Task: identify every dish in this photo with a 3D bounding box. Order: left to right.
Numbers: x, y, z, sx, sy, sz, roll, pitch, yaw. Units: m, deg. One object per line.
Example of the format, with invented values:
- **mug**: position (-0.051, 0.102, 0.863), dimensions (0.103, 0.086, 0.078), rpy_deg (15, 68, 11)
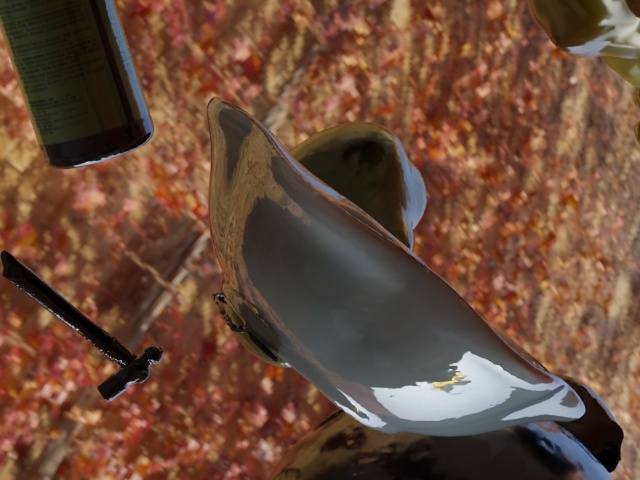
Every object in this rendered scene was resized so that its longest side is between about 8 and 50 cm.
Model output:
- **dish**: position (0.014, 0.032, 0.653), dimensions (0.081, 0.229, 0.229), rpy_deg (-50, -129, 2)

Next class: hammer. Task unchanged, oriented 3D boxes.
- **hammer**: position (-0.205, 0.068, 1.142), dimensions (0.065, 0.178, 0.021), rpy_deg (-43, -144, 2)

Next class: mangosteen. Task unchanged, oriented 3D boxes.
- **mangosteen**: position (0.103, 0.242, 0.997), dimensions (0.307, 0.347, 0.307), rpy_deg (12, -68, 34)

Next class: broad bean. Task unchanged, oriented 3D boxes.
- **broad bean**: position (0.000, 0.000, 1.334), dimensions (0.189, 0.121, 0.263), rpy_deg (9, -127, 26)

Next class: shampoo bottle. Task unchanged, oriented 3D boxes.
- **shampoo bottle**: position (-0.227, -0.207, 1.177), dimensions (0.101, 0.284, 0.101), rpy_deg (-15, -165, 4)

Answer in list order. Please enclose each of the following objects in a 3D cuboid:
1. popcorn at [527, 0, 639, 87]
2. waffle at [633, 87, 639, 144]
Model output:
- **popcorn**: position (0.195, -0.194, 0.588), dimensions (0.225, 0.265, 0.332), rpy_deg (11, -94, 15)
- **waffle**: position (0.350, -0.119, 1.005), dimensions (0.229, 0.219, 0.057), rpy_deg (4, -125, -2)
